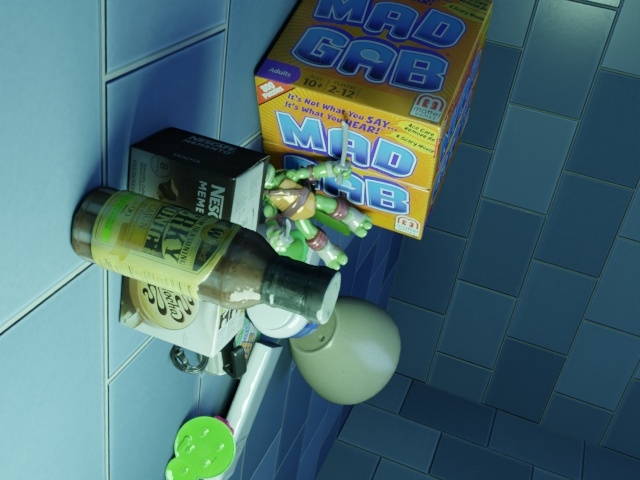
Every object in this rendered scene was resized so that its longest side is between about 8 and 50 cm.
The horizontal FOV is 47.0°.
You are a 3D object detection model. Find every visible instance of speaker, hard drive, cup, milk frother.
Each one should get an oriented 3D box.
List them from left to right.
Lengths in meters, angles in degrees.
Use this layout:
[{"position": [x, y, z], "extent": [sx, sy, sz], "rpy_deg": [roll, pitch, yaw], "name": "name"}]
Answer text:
[{"position": [-0.225, 0.220, 1.441], "extent": [0.143, 0.129, 0.135], "rpy_deg": [-17, 139, -18], "name": "milk frother"}, {"position": [-0.190, 0.422, 1.823], "extent": [0.233, 0.047, 0.353], "rpy_deg": [60, 51, -82], "name": "hard drive"}, {"position": [-0.118, 0.025, 1.515], "extent": [0.296, 0.131, 0.131], "rpy_deg": [-23, 130, -72], "name": "speaker"}, {"position": [0.038, 0.293, 2.181], "extent": [0.237, 0.331, 0.331], "rpy_deg": [40, 66, -48], "name": "cup"}]

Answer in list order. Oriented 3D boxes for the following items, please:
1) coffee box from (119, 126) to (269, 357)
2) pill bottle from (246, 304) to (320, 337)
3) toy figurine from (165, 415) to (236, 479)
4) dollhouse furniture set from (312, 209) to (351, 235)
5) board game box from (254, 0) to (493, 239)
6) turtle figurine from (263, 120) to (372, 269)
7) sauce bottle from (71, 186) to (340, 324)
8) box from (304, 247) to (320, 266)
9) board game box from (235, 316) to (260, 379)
[{"position": [-0.191, 0.002, 1.102], "extent": [0.119, 0.168, 0.297], "rpy_deg": [-47, 152, -61], "name": "coffee box"}, {"position": [-0.084, 0.157, 1.756], "extent": [0.272, 0.152, 0.152], "rpy_deg": [32, 76, -77], "name": "pill bottle"}, {"position": [-0.249, 0.449, 1.608], "extent": [0.173, 0.130, 0.159], "rpy_deg": [-50, 176, 1], "name": "toy figurine"}, {"position": [0.085, -0.191, 1.915], "extent": [0.301, 0.151, 0.197], "rpy_deg": [-53, 163, -48], "name": "dollhouse furniture set"}, {"position": [0.111, -0.285, 1.524], "extent": [0.356, 0.356, 0.356], "rpy_deg": [87, 24, -57], "name": "board game box"}, {"position": [-0.004, -0.051, 1.416], "extent": [0.266, 0.274, 0.198], "rpy_deg": [37, 55, -38], "name": "turtle figurine"}, {"position": [-0.144, 0.022, 0.939], "extent": [0.111, 0.344, 0.111], "rpy_deg": [15, 90, -77], "name": "sauce bottle"}, {"position": [-0.060, 0.037, 1.804], "extent": [0.102, 0.101, 0.087], "rpy_deg": [40, 68, -75], "name": "box"}, {"position": [-0.194, 0.241, 1.687], "extent": [0.259, 0.039, 0.124], "rpy_deg": [75, 36, -71], "name": "board game box"}]
